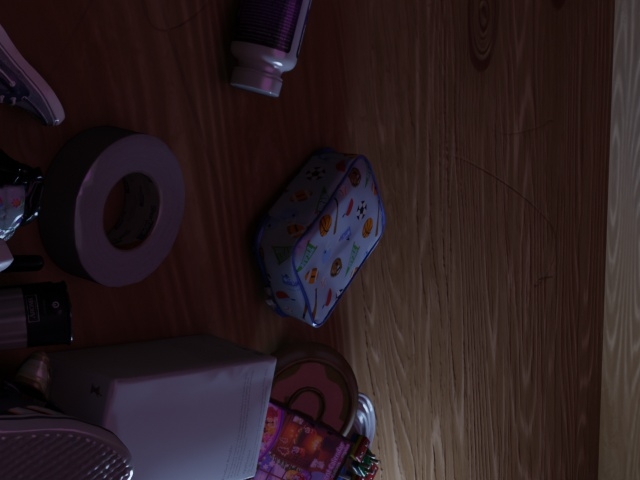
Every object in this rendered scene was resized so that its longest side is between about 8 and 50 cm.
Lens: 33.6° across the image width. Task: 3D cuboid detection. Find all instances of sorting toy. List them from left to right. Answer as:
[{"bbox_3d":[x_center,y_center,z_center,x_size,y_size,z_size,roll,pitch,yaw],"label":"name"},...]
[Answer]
[{"bbox_3d":[0.065,0.454,2.089,0.132,0.046,0.275,-59,144,-26],"label":"sorting toy"}]

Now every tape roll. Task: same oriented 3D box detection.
[{"bbox_3d":[-0.288,-0.048,1.487,0.219,0.072,0.219,-27,123,-50],"label":"tape roll"}]

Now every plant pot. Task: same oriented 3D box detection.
[{"bbox_3d":[-0.030,0.304,1.950,0.236,0.032,0.237,-4,98,-24],"label":"plant pot"}]

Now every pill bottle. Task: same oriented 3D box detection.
[{"bbox_3d":[-0.080,-0.328,1.658,0.108,0.108,0.194,13,91,-58],"label":"pill bottle"}]

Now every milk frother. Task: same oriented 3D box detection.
[{"bbox_3d":[-0.397,0.099,1.367,0.134,0.129,0.143,-4,143,-21],"label":"milk frother"}]

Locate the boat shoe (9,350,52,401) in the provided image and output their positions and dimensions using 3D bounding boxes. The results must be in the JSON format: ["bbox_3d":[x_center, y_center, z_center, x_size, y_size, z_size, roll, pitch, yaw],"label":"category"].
[{"bbox_3d":[-0.377,0.178,1.398,0.153,0.056,0.048,131,-20,-70],"label":"boat shoe"}]

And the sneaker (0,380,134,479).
[{"bbox_3d":[-0.388,0.244,1.328,0.321,0.127,0.126,21,103,-38],"label":"sneaker"}]

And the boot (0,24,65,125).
[{"bbox_3d":[-0.393,-0.189,1.285,0.086,0.069,0.190,-52,134,-21],"label":"boot"}]

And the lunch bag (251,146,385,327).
[{"bbox_3d":[0.000,0.000,1.914,0.303,0.114,0.243,-53,144,-33],"label":"lunch bag"}]

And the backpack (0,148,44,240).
[{"bbox_3d":[-0.428,-0.046,1.215,0.182,0.151,0.115,-18,118,-45],"label":"backpack"}]

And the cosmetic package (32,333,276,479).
[{"bbox_3d":[-0.248,0.271,1.604,0.385,0.156,0.217,4,99,-56],"label":"cosmetic package"}]

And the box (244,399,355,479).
[{"bbox_3d":[-0.090,0.449,1.891,0.200,0.057,0.293,30,84,-26],"label":"box"}]

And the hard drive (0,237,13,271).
[{"bbox_3d":[-0.477,0.070,1.070,0.040,0.203,0.307,63,19,2],"label":"hard drive"}]

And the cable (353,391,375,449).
[{"bbox_3d":[0.014,0.415,2.123,0.257,0.089,0.257,-3,103,-57],"label":"cable"}]
